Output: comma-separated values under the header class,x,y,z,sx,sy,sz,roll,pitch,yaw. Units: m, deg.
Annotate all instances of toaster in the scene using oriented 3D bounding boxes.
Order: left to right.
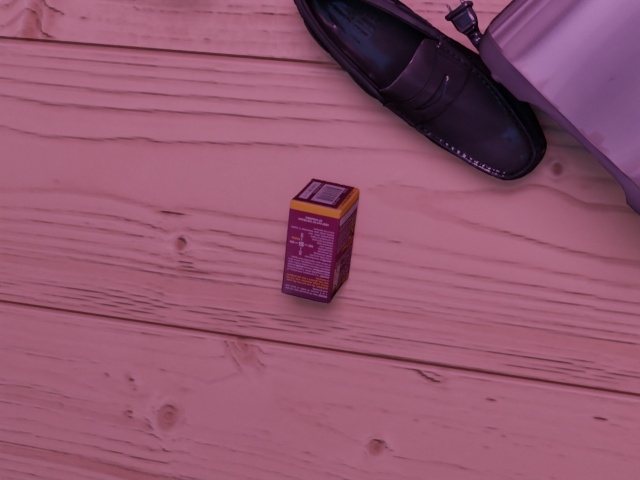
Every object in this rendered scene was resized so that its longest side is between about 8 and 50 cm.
class,x,y,z,sx,sy,sz,roll,pitch,yaw
toaster,0.211,-0.126,0.706,0.227,0.129,0.146,43,113,-1

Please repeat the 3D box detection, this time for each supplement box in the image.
class,x,y,z,sx,sy,sz,roll,pitch,yaw
supplement box,0.000,0.000,0.861,0.043,0.055,0.083,13,114,13

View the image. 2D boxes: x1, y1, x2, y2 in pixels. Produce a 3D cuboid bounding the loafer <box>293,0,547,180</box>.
class,x,y,z,sx,sy,sz,roll,pitch,yaw
loafer,0.068,-0.119,0.777,0.223,0.078,0.076,41,118,-2
